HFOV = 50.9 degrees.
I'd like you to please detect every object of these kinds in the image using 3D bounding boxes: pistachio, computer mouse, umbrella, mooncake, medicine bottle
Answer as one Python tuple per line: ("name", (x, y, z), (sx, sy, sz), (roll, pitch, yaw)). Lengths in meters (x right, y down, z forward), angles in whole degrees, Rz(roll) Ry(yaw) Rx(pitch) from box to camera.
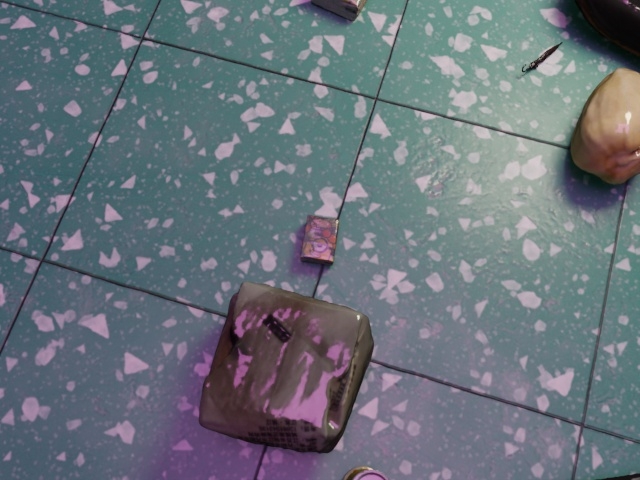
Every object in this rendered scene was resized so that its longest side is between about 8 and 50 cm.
("pistachio", (0.545, -0.211, 1.233), (0.157, 0.157, 0.230), (20, 61, 7))
("computer mouse", (0.632, -0.455, 1.319), (0.323, 0.116, 0.183), (37, 74, 5))
("umbrella", (0.443, -0.365, 1.346), (0.122, 0.022, 0.013), (-34, 48, -20))
("mooncake", (-0.054, 0.213, 1.101), (0.254, 0.136, 0.250), (13, 71, 11))
("medicine bottle", (0.069, 0.372, 1.002), (0.073, 0.218, 0.074), (0, 71, 0))

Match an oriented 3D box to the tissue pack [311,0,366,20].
("tissue pack", (0.060, -0.541, 1.388), (0.108, 0.060, 0.148), (27, 75, 8))

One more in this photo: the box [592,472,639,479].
("box", (0.536, 0.440, 0.995), (0.349, 0.058, 0.211), (-8, 31, -3))

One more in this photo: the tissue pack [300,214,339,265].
("tissue pack", (0.000, 0.000, 1.224), (0.063, 0.035, 0.083), (9, 70, 5))
